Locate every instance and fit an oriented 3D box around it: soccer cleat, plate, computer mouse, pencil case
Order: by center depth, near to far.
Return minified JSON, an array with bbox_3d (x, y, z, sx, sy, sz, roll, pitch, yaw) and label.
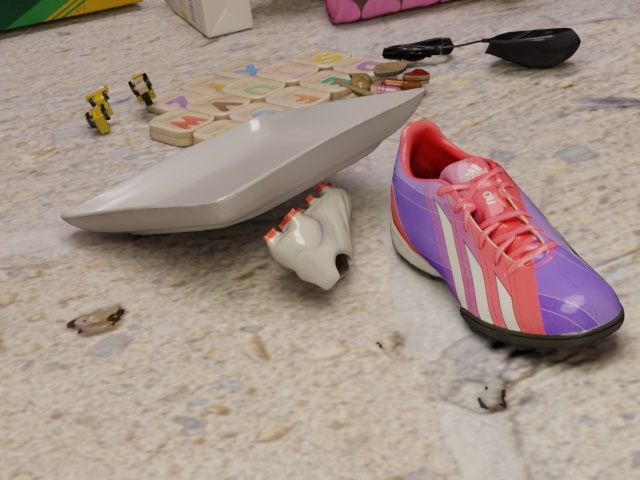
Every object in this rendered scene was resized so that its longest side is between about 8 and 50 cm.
[{"bbox_3d":[0.146,-0.005,1.496,0.108,0.116,0.318,-16,26,-18],"label":"soccer cleat"},{"bbox_3d":[0.000,0.000,1.602,0.068,0.076,0.196,-43,1,16],"label":"soccer cleat"},{"bbox_3d":[-0.072,-0.067,1.697,0.278,0.045,0.277,-30,16,-35],"label":"plate"},{"bbox_3d":[0.184,-0.215,2.034,0.242,0.041,0.071,0,17,29],"label":"computer mouse"},{"bbox_3d":[0.103,-0.339,2.249,0.209,0.095,0.098,-10,14,-12],"label":"pencil case"}]

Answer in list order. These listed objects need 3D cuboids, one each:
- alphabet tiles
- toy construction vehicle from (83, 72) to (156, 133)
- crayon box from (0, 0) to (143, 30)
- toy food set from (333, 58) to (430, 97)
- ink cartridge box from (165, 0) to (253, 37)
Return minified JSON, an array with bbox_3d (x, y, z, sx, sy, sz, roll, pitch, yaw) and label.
[{"bbox_3d":[-0.051,-0.162,1.992,0.278,0.021,0.284,17,34,41],"label":"alphabet tiles"},{"bbox_3d":[-0.229,-0.157,2.011,0.086,0.035,0.098,-30,25,-3],"label":"toy construction vehicle"},{"bbox_3d":[-0.448,-0.389,2.476,0.313,0.106,0.363,-13,25,-16],"label":"crayon box"},{"bbox_3d":[0.076,-0.172,1.950,0.122,0.019,0.078,-18,33,-40],"label":"toy food set"},{"bbox_3d":[-0.158,-0.349,2.304,0.067,0.115,0.198,-17,27,-18],"label":"ink cartridge box"}]
